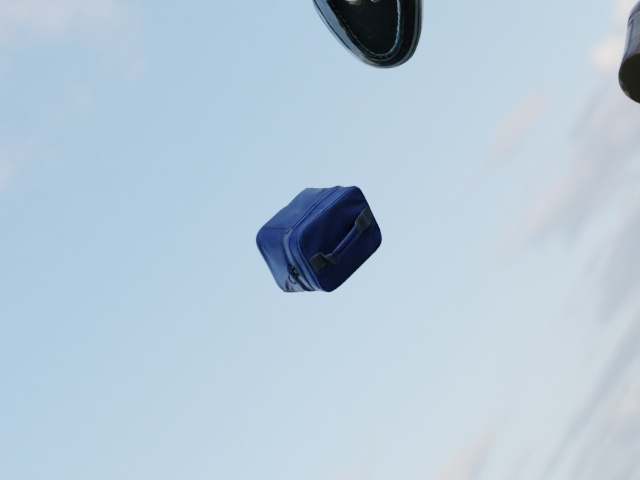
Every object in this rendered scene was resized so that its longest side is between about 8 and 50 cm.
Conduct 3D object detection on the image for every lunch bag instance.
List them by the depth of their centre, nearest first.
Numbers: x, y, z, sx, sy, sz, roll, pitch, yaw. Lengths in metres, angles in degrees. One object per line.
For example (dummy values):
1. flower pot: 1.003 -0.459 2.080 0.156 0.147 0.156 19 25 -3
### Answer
1. lunch bag: 0.000 0.000 1.533 0.098 0.065 0.067 -45 -64 -35

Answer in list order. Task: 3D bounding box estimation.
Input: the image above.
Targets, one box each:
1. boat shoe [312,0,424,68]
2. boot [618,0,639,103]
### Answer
1. boat shoe: 0.027 -0.275 1.769 0.105 0.113 0.306 -87 -15 -50
2. boot: 0.292 -0.125 1.163 0.152 0.197 0.073 -59 -16 -47
